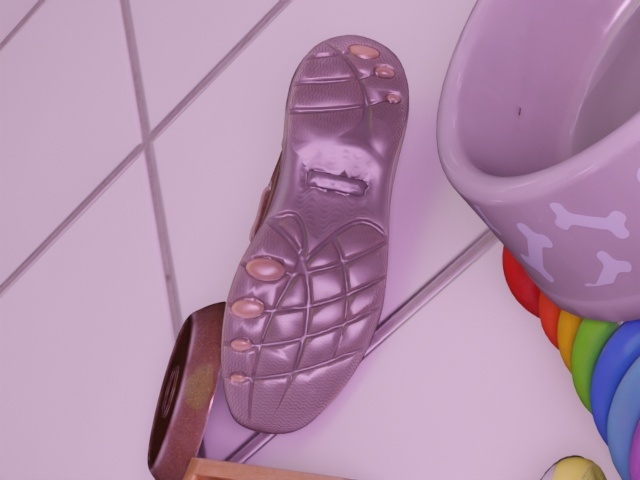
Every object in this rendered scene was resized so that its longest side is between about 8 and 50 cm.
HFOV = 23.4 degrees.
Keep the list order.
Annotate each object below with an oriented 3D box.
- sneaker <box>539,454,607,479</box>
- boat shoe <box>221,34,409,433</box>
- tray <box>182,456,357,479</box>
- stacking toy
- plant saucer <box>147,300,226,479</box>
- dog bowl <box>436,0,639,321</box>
[{"bbox_3d":[0.180,0.208,0.867,0.094,0.081,0.208,-31,47,24],"label":"sneaker"},{"bbox_3d":[0.000,0.000,1.254,0.116,0.123,0.324,117,171,-82],"label":"boat shoe"},{"bbox_3d":[-0.082,0.362,1.074,0.203,0.076,0.411,-3,59,52],"label":"tray"},{"bbox_3d":[0.201,0.063,0.923,0.141,0.141,0.330,-50,27,11],"label":"stacking toy"},{"bbox_3d":[-0.113,0.129,1.282,0.168,0.029,0.168,-165,90,-80],"label":"plant saucer"},{"bbox_3d":[0.202,-0.128,0.889,0.349,0.102,0.348,-46,24,27],"label":"dog bowl"}]
